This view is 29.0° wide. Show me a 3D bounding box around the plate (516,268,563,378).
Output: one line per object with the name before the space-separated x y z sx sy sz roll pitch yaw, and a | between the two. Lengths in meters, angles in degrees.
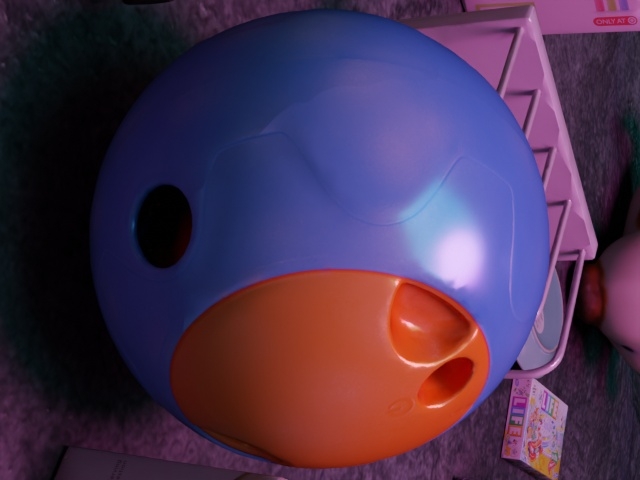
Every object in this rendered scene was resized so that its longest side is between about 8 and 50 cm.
plate | 0.266 0.074 1.514 0.188 0.024 0.188 22 65 -58

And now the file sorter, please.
file sorter | 0.103 -0.028 1.052 0.277 0.193 0.173 64 35 -40

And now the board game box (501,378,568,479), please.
board game box | 0.272 0.240 1.561 0.154 0.026 0.103 37 60 -56

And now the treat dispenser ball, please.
treat dispenser ball | 0.000 0.000 0.783 0.288 0.288 0.288 -8 99 -61

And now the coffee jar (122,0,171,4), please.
coffee jar | -0.104 -0.247 0.792 0.096 0.079 0.184 46 53 -51

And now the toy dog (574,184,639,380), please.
toy dog | 0.531 0.048 1.762 0.408 0.285 0.395 -32 120 -54

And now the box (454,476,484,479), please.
box | 0.270 0.354 1.340 0.163 0.247 0.142 47 50 -52

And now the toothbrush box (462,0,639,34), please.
toothbrush box | 0.287 -0.358 1.360 0.283 0.206 0.122 -63 143 -38

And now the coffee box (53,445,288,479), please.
coffee box | -0.114 0.287 0.727 0.119 0.168 0.297 55 47 -47
